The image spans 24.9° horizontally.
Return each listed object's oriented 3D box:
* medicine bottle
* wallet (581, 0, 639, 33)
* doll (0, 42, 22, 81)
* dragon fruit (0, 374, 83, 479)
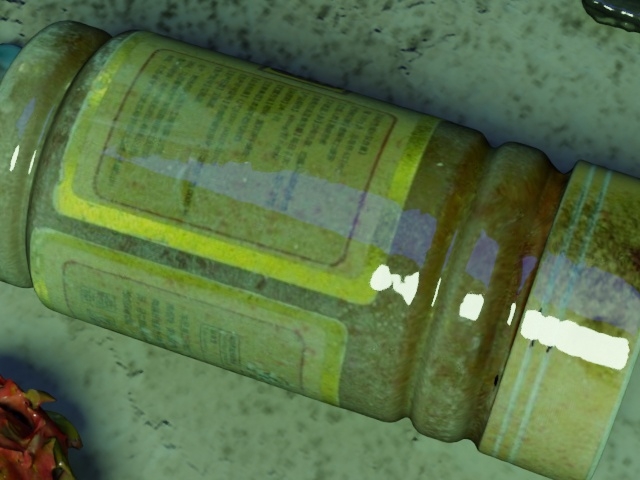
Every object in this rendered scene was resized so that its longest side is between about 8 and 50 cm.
[{"bbox_3d":[0.000,0.000,0.718,0.322,0.151,0.151,18,64,9],"label":"medicine bottle"},{"bbox_3d":[0.256,-0.238,0.908,0.146,0.030,0.285,15,65,5],"label":"wallet"},{"bbox_3d":[-0.317,-0.045,0.788,0.341,0.099,0.346,-16,67,-21],"label":"doll"},{"bbox_3d":[-0.167,0.153,0.660,0.133,0.150,0.208,-22,68,22],"label":"dragon fruit"}]
